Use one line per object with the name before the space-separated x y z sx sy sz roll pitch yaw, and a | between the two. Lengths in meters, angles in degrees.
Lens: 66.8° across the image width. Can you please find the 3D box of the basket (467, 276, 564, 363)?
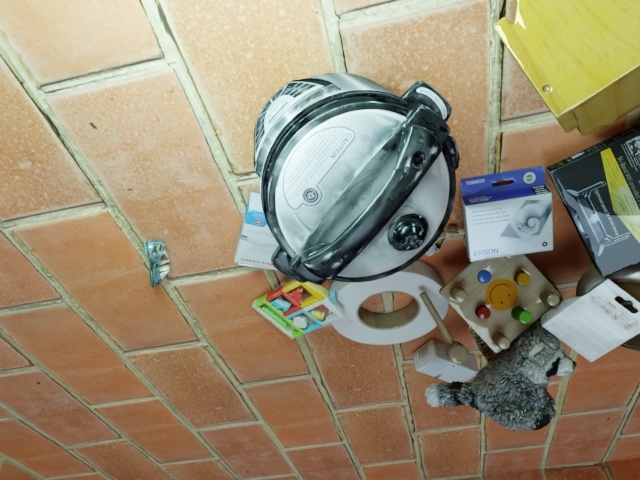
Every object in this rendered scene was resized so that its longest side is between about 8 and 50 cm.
basket | 0.641 0.231 1.608 0.299 0.223 0.213 -29 96 24

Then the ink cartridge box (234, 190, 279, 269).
ink cartridge box | -0.144 -0.021 1.331 0.148 0.086 0.203 11 133 -15

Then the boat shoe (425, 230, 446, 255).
boat shoe | 0.338 0.016 1.423 0.035 0.035 0.100 15 132 -17

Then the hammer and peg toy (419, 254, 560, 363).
hammer and peg toy | 0.473 0.186 1.401 0.361 0.127 0.266 -42 93 4

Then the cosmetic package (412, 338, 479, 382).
cosmetic package | 0.475 0.464 1.837 0.231 0.085 0.117 25 129 -23

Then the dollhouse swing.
dollhouse swing | 0.601 -0.420 0.990 0.347 0.305 0.315 -35 85 28

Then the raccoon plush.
raccoon plush | 0.521 0.397 1.464 0.447 0.216 0.299 -9 111 15

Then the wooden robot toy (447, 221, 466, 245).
wooden robot toy | 0.450 -0.007 1.386 0.173 0.076 0.079 -6 145 4

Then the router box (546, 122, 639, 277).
router box | 0.745 -0.097 1.195 0.243 0.081 0.308 -26 97 22

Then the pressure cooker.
pressure cooker | 0.062 -0.128 0.955 0.376 0.420 0.369 -8 117 -6

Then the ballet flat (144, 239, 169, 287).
ballet flat | -0.476 0.073 1.430 0.070 0.070 0.188 6 137 -8

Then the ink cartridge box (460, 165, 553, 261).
ink cartridge box | 0.490 -0.067 1.274 0.223 0.045 0.224 -10 106 7

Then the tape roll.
tape roll | 0.215 0.206 1.581 0.392 0.072 0.392 -1 135 -1

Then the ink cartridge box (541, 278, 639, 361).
ink cartridge box | 0.754 0.211 1.320 0.181 0.056 0.224 37 124 -1

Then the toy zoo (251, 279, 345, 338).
toy zoo | -0.058 0.210 1.537 0.192 0.030 0.293 43 131 -20

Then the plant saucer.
plant saucer | 0.844 0.189 1.297 0.311 0.050 0.310 27 138 28
